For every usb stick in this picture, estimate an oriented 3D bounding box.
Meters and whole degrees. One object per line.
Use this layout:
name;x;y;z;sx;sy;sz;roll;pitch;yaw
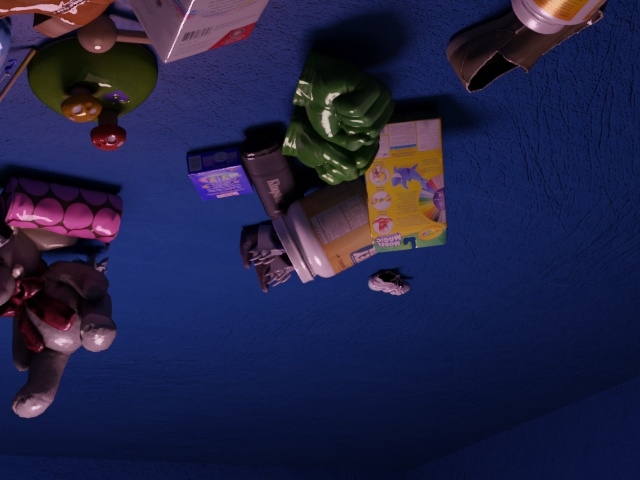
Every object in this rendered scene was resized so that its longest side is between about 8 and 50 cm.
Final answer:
usb stick;-0.077;-0.105;2.092;0.077;0.045;0.278;-21;157;-1

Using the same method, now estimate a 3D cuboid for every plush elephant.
plush elephant;-0.512;0.087;2.190;0.255;0.330;0.272;33;126;-25

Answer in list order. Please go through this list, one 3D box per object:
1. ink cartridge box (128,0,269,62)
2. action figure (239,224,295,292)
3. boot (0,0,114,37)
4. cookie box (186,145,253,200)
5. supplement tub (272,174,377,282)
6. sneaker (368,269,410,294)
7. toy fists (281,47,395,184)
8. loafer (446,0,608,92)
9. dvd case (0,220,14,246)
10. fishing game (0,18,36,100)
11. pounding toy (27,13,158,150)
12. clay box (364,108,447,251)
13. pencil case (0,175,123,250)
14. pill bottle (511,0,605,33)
ink cartridge box;-0.135;-0.317;1.443;0.128;0.127;0.176;-22;166;-31
action figure;0.000;0.000;2.305;0.285;0.099;0.185;-18;149;17
boot;-0.332;-0.321;1.500;0.152;0.073;0.197;-24;159;30
cookie box;-0.166;-0.110;2.065;0.091;0.040;0.107;-9;156;4
supplement tub;0.032;-0.025;2.129;0.199;0.144;0.144;-27;155;1
sneaker;0.157;0.086;2.617;0.098;0.038;0.069;4;155;-26
toy fists;0.025;-0.171;1.849;0.142;0.096;0.279;20;154;1
loafer;0.295;-0.278;1.748;0.251;0.087;0.094;-25;151;35
dvd case;-0.636;-0.018;2.053;0.179;0.030;0.238;40;138;-21
fishing game;-0.481;-0.237;1.596;0.189;0.041;0.264;-54;156;14
pounding toy;-0.300;-0.204;1.722;0.183;0.110;0.237;11;152;-36
clay box;0.135;-0.095;2.007;0.127;0.053;0.222;-6;115;-2
pencil case;-0.439;-0.047;2.078;0.209;0.095;0.098;13;163;-35
pill bottle;0.325;-0.351;1.552;0.117;0.117;0.215;2;155;-21
